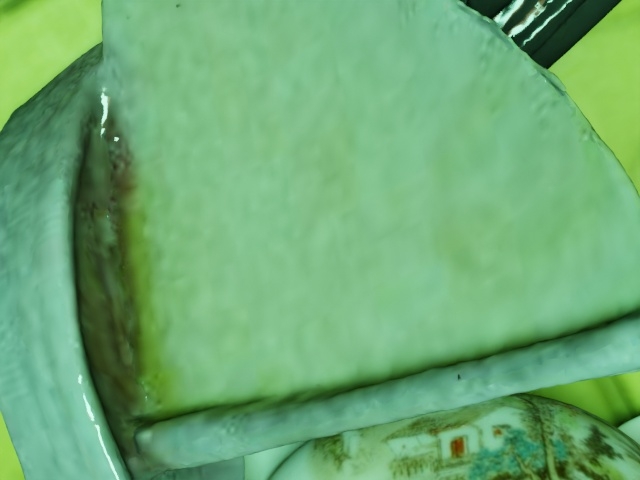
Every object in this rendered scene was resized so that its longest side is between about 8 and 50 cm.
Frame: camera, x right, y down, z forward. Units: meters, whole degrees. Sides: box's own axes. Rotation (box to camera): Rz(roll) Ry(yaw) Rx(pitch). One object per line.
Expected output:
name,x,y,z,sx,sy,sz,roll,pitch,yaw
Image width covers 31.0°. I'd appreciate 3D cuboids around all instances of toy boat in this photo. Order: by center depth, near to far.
toy boat,-0.028,-0.002,0.474,0.293,0.111,0.276,-37,66,24

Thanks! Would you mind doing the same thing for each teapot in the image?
teapot,0.079,0.143,0.551,0.298,0.139,0.204,3,133,-3

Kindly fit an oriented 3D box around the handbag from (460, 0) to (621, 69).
handbag,0.071,-0.209,0.474,0.244,0.088,0.275,41,101,-15
